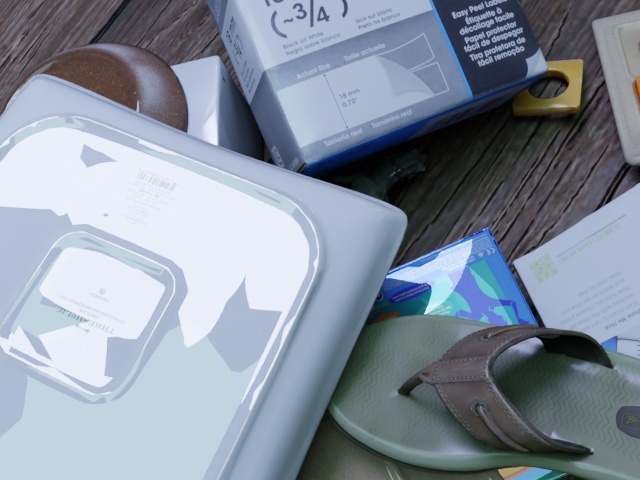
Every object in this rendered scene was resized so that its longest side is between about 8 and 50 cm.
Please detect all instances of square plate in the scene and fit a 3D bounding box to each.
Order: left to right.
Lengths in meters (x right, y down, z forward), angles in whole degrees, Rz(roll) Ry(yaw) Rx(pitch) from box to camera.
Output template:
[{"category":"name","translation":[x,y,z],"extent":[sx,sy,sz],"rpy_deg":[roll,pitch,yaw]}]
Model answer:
[{"category":"square plate","translation":[-0.157,0.054,0.468],"extent":[0.347,0.049,0.344],"rpy_deg":[22,69,10]}]

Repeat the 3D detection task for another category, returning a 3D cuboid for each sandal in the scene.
[{"category":"sandal","translation":[0.145,0.097,0.446],"extent":[0.303,0.086,0.120],"rpy_deg":[5,53,21]}]

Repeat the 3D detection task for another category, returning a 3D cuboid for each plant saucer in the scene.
[{"category":"plant saucer","translation":[-0.217,-0.101,0.598],"extent":[0.199,0.036,0.198],"rpy_deg":[-5,68,13]}]

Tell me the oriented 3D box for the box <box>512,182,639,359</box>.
[{"category":"box","translation":[0.303,0.096,0.462],"extent":[0.232,0.058,0.322],"rpy_deg":[-39,58,35]}]

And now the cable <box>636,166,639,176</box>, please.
[{"category":"cable","translation":[0.428,-0.053,0.565],"extent":[0.287,0.072,0.139],"rpy_deg":[-9,85,25]}]

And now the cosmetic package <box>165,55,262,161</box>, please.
[{"category":"cosmetic package","translation":[-0.179,-0.030,0.655],"extent":[0.225,0.138,0.224],"rpy_deg":[-7,69,11]}]

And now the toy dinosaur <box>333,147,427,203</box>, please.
[{"category":"toy dinosaur","translation":[0.000,0.000,0.621],"extent":[0.118,0.064,0.268],"rpy_deg":[3,51,47]}]

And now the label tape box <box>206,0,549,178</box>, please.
[{"category":"label tape box","translation":[0.019,-0.248,0.609],"extent":[0.241,0.106,0.333],"rpy_deg":[-23,88,-13]}]

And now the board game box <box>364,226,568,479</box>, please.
[{"category":"board game box","translation":[0.116,0.115,0.573],"extent":[0.160,0.047,0.210],"rpy_deg":[-23,66,6]}]

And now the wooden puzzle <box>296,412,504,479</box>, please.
[{"category":"wooden puzzle","translation":[-0.016,0.268,0.442],"extent":[0.348,0.080,0.322],"rpy_deg":[-20,58,-16]}]

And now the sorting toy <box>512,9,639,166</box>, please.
[{"category":"sorting toy","translation":[0.343,-0.159,0.582],"extent":[0.348,0.047,0.196],"rpy_deg":[-9,54,18]}]
